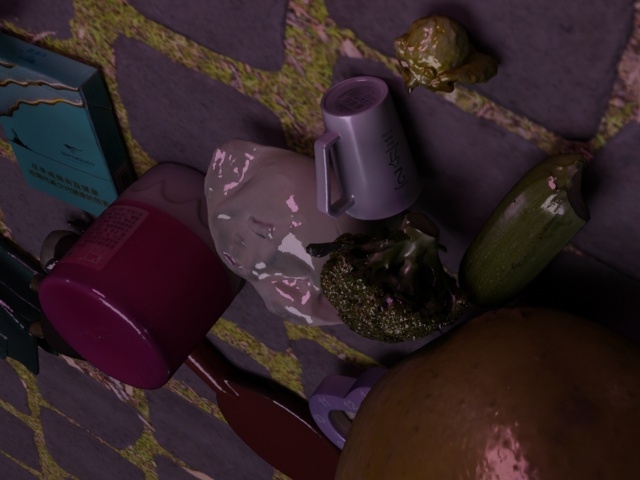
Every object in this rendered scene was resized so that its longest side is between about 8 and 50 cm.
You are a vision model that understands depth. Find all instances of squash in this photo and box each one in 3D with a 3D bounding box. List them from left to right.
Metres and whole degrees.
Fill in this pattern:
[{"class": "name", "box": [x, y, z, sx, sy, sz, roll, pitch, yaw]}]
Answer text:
[{"class": "squash", "box": [0.174, -0.005, 1.125, 0.069, 0.069, 0.239, 35, 152, 5]}]

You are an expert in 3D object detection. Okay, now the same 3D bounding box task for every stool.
[{"class": "stool", "box": [-0.315, 0.067, 1.697, 0.121, 0.125, 0.217, 14, 133, 38]}]

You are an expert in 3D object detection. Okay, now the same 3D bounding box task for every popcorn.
[{"class": "popcorn", "box": [0.098, -0.143, 1.032, 0.083, 0.059, 0.068, 25, 148, 6]}]

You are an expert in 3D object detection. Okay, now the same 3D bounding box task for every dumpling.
[{"class": "dumpling", "box": [-0.020, -0.003, 1.262, 0.229, 0.151, 0.124, 29, 175, 13]}]

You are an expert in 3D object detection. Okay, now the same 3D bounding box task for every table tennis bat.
[{"class": "table tennis bat", "box": [-0.074, 0.237, 1.747, 0.310, 0.038, 0.200, 45, 149, -13]}]

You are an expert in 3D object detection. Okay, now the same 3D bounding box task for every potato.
[{"class": "potato", "box": [0.195, 0.228, 1.224, 0.385, 0.319, 0.442, 2, 152, -24]}]

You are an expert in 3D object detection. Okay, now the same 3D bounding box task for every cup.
[{"class": "cup", "box": [0.032, -0.072, 1.155, 0.074, 0.104, 0.116, 29, 149, 43]}]

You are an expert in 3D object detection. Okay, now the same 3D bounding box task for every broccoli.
[{"class": "broccoli", "box": [0.064, 0.033, 1.164, 0.131, 0.130, 0.120, 49, 122, 33]}]

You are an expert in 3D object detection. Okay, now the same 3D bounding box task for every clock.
[{"class": "clock", "box": [0.089, 0.210, 1.511, 0.172, 0.064, 0.198, 47, 149, -15]}]

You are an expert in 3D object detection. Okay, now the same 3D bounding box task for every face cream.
[{"class": "face cream", "box": [-0.183, 0.038, 1.438, 0.175, 0.195, 0.175, 26, 148, 18]}]

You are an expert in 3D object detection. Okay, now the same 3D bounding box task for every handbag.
[{"class": "handbag", "box": [-0.521, 0.053, 1.929, 0.326, 0.089, 0.238, 35, 151, 6]}]

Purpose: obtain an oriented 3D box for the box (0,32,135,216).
[{"class": "box", "box": [-0.293, -0.124, 1.489, 0.162, 0.041, 0.229, 22, 146, 25]}]
